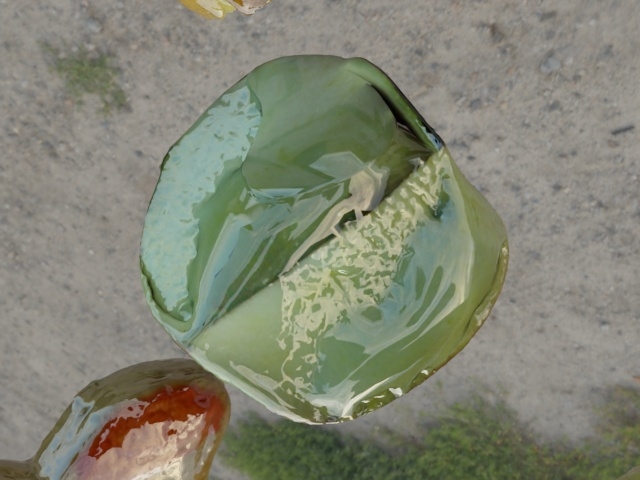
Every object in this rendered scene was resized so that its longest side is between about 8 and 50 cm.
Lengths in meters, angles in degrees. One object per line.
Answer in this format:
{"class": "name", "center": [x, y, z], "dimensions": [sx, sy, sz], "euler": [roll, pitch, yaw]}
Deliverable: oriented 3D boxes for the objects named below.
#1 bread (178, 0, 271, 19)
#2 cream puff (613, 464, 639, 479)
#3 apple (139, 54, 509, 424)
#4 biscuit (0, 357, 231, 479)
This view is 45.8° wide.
{"class": "bread", "center": [-0.103, -0.402, 0.750], "dimensions": [0.179, 0.340, 0.194], "euler": [22, 172, -31]}
{"class": "cream puff", "center": [0.212, 0.265, 0.417], "dimensions": [0.282, 0.282, 0.185], "euler": [35, 136, -1]}
{"class": "apple", "center": [0.000, 0.000, 0.461], "dimensions": [0.188, 0.174, 0.207], "euler": [-42, 97, 4]}
{"class": "biscuit", "center": [-0.180, 0.301, 0.649], "dimensions": [0.076, 0.368, 0.394], "euler": [34, 138, 47]}
